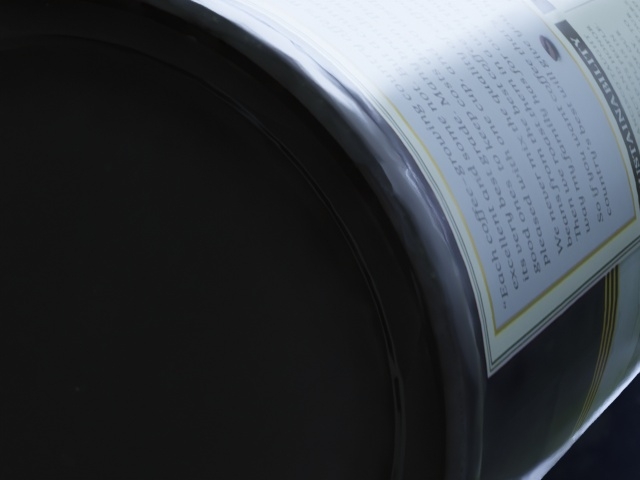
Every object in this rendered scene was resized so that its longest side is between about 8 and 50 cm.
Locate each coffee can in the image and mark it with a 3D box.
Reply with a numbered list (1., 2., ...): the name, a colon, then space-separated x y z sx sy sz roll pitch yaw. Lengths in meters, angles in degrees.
1. coffee can: 0.000 0.000 0.582 0.201 0.275 0.201 8 -72 25
